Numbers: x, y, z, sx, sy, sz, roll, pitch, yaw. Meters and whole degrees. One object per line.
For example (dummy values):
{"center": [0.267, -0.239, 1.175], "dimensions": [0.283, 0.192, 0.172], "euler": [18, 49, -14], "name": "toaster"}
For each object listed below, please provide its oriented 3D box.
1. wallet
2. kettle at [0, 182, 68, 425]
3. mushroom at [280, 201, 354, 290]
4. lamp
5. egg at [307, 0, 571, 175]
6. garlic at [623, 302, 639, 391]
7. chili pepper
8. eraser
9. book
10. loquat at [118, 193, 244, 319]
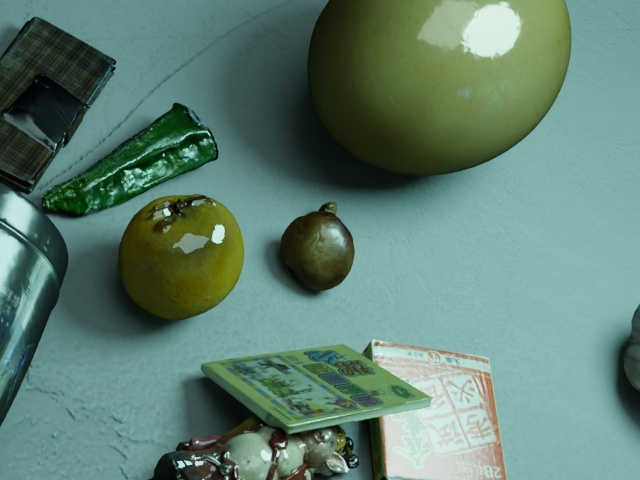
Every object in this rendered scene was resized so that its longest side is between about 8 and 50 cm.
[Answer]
{"center": [-0.337, -0.161, 1.452], "dimensions": [0.124, 0.042, 0.230], "euler": [27, 48, -4], "name": "wallet"}
{"center": [-0.389, 0.094, 1.086], "dimensions": [0.228, 0.321, 0.324], "euler": [3, 55, 15], "name": "kettle"}
{"center": [-0.002, -0.006, 1.494], "dimensions": [0.088, 0.073, 0.129], "euler": [0, 50, 9], "name": "mushroom"}
{"center": [-0.051, 0.233, 1.274], "dimensions": [0.253, 0.118, 0.118], "euler": [-11, 63, -30], "name": "lamp"}
{"center": [0.150, -0.234, 1.579], "dimensions": [0.301, 0.301, 0.374], "euler": [46, 60, 9], "name": "egg"}
{"center": [0.518, 0.141, 1.594], "dimensions": [0.257, 0.207, 0.207], "euler": [14, 48, -48], "name": "garlic"}
{"center": [-0.230, -0.086, 1.450], "dimensions": [0.227, 0.059, 0.088], "euler": [-29, 69, -33], "name": "chili pepper"}
{"center": [0.132, 0.229, 1.418], "dimensions": [0.157, 0.038, 0.230], "euler": [11, 53, -20], "name": "eraser"}
{"center": [-0.006, 0.155, 1.340], "dimensions": [0.192, 0.013, 0.168], "euler": [-5, 21, -36], "name": "book"}
{"center": [-0.151, 0.017, 1.361], "dimensions": [0.141, 0.141, 0.141], "euler": [13, 53, -18], "name": "loquat"}
